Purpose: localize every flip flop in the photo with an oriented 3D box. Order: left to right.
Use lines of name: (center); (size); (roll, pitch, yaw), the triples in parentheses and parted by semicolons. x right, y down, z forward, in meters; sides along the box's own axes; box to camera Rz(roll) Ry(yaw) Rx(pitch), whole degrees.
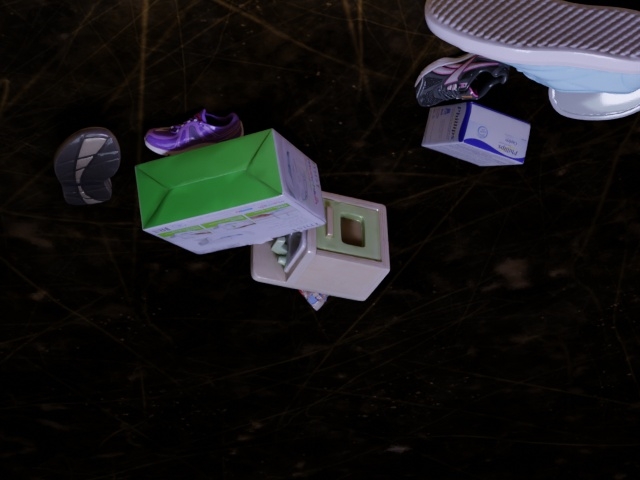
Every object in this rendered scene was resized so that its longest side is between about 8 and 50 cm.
flip flop: (-0.407, -0.138, 2.073); (0.112, 0.080, 0.277); (-1, 162, -10)

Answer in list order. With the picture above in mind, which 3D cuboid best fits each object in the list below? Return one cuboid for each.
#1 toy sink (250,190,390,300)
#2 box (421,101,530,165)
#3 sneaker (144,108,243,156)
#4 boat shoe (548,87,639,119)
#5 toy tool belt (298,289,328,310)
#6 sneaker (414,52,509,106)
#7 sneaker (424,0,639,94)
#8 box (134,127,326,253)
toy sink: (0.000, 0.000, 2.224); (0.234, 0.153, 0.131); (12, 144, -18)
box: (0.261, -0.178, 1.990); (0.126, 0.072, 0.137); (16, 175, -25)
sneaker: (-0.218, -0.192, 2.021); (0.169, 0.068, 0.071); (-8, 132, -6)
boat shoe: (0.515, -0.275, 1.886); (0.302, 0.091, 0.114); (-12, 114, 20)
toy tool belt: (-0.011, 0.106, 2.484); (0.051, 0.052, 0.083); (-40, 144, 0)
sneaker: (0.228, -0.258, 1.914); (0.178, 0.077, 0.072); (-28, 137, 35)
sneaker: (0.330, -0.285, 1.795); (0.365, 0.135, 0.150); (14, 150, 4)
box: (-0.151, -0.076, 2.067); (0.261, 0.127, 0.231); (-14, 165, 17)
